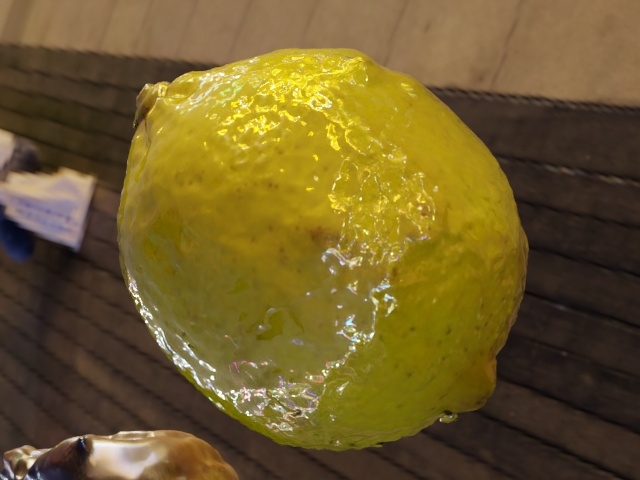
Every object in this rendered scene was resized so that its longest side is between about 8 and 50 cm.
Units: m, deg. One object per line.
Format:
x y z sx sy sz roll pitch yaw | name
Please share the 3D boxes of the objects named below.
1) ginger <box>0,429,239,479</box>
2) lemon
-0.168 0.280 1.199 0.269 0.200 0.223 -28 69 58 | ginger
0.000 0.000 0.933 0.322 0.268 0.268 50 129 11 | lemon
